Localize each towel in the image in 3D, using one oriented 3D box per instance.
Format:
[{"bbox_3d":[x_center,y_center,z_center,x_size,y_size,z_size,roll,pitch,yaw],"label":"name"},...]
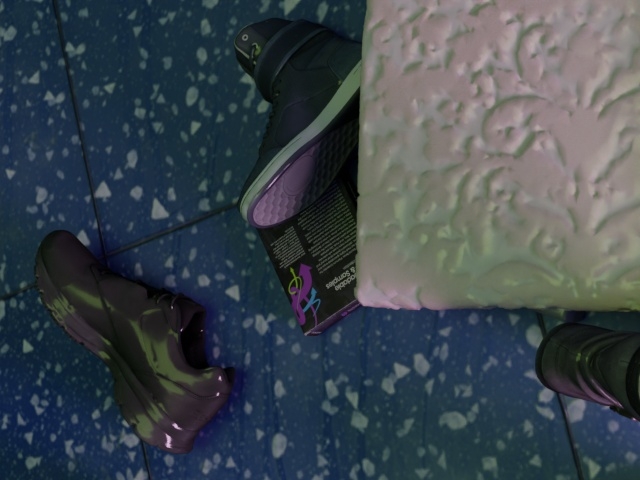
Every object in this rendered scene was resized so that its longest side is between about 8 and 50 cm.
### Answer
[{"bbox_3d":[0.183,-0.094,1.522,0.332,0.053,0.317,-1,85,33],"label":"towel"}]

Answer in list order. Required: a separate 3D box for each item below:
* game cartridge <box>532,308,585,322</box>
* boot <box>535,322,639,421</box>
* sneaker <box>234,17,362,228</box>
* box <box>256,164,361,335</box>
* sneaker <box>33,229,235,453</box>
[{"bbox_3d":[0.185,-0.124,1.587,0.230,0.068,0.355,18,97,29],"label":"game cartridge"},{"bbox_3d":[0.362,0.142,1.394,0.118,0.338,0.223,-64,12,-5],"label":"boot"},{"bbox_3d":[-0.045,-0.125,1.686,0.163,0.086,0.226,30,69,29],"label":"sneaker"},{"bbox_3d":[0.000,0.000,1.719,0.116,0.029,0.162,-35,67,26],"label":"box"},{"bbox_3d":[-0.193,0.087,1.810,0.130,0.109,0.286,-45,73,16],"label":"sneaker"}]
